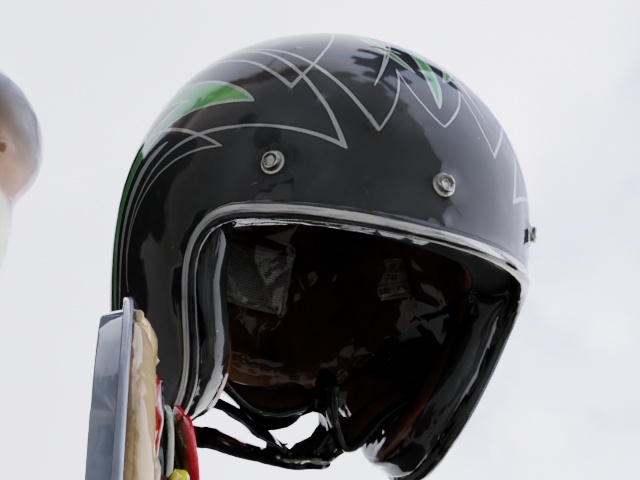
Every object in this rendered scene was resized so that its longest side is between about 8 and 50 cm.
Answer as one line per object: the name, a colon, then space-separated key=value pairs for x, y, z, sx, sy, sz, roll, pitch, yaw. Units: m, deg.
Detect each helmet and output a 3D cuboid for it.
helmet: x=0.000 y=0.000 z=0.616 sx=0.169 sy=0.169 sz=0.161 roll=29 pitch=-74 yaw=30

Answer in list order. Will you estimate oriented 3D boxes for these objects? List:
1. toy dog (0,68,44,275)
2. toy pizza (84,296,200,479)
toy dog: x=-0.355 y=-0.066 z=0.840 sx=0.408 sy=0.395 sz=0.284 roll=37 pitch=-88 yaw=-12
toy pizza: x=-0.049 y=0.116 z=0.436 sx=0.032 sy=0.201 sz=0.201 roll=3 pitch=-94 yaw=-7
